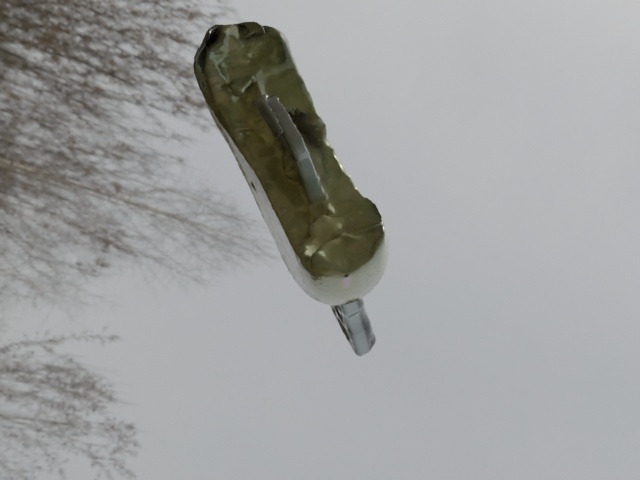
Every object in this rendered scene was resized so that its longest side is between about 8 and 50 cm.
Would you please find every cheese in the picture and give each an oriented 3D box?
[{"bbox_3d":[0.001,-0.001,0.450,0.049,0.235,0.127,-29,-120,-7],"label":"cheese"}]
